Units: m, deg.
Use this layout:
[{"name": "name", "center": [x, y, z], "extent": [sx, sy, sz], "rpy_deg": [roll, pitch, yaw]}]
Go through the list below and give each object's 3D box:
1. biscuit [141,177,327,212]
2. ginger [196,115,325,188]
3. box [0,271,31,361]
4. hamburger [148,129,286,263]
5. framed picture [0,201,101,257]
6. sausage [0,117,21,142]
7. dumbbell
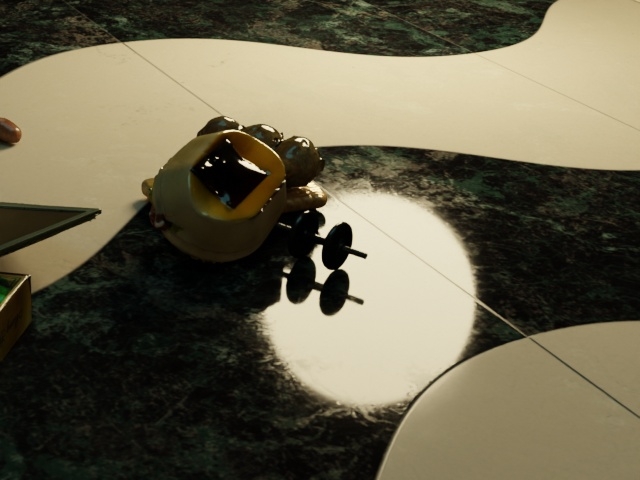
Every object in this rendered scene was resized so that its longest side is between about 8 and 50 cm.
[{"name": "biscuit", "center": [-0.129, -0.068, 1.818], "extent": [0.249, 0.030, 0.160], "rpy_deg": [-10, 29, -26]}, {"name": "ginger", "center": [-0.096, -0.135, 1.830], "extent": [0.204, 0.080, 0.104], "rpy_deg": [21, 36, 27]}, {"name": "box", "center": [-0.474, 0.089, 1.407], "extent": [0.240, 0.071, 0.159], "rpy_deg": [5, 22, 6]}, {"name": "hamburger", "center": [-0.139, -0.063, 1.681], "extent": [0.173, 0.116, 0.210], "rpy_deg": [34, 43, -2]}, {"name": "framed picture", "center": [-0.453, -0.011, 1.607], "extent": [0.274, 0.017, 0.217], "rpy_deg": [5, 21, 41]}, {"name": "sausage", "center": [-0.581, -0.187, 2.001], "extent": [0.186, 0.043, 0.043], "rpy_deg": [6, 26, 5]}, {"name": "dumbbell", "center": [0.000, 0.000, 1.647], "extent": [0.147, 0.069, 0.069], "rpy_deg": [19, 30, 28]}]
